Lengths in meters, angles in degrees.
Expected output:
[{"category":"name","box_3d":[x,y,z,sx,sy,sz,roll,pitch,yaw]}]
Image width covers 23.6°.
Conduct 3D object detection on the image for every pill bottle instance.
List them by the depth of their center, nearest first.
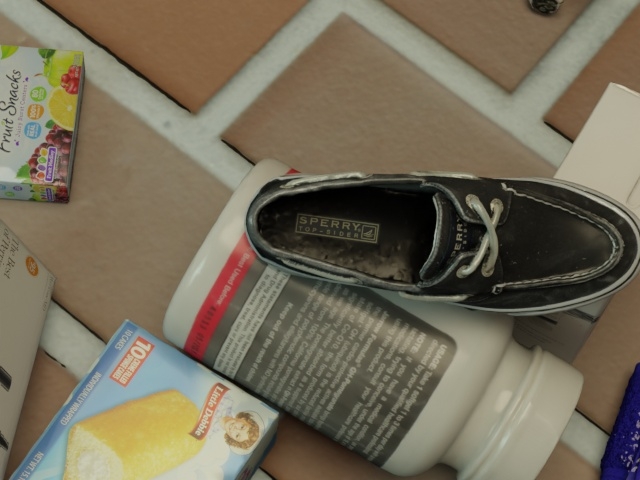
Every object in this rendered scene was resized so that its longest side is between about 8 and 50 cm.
[{"category":"pill bottle","box_3d":[0.046,0.082,1.252,0.318,0.176,0.176,31,66,2]}]

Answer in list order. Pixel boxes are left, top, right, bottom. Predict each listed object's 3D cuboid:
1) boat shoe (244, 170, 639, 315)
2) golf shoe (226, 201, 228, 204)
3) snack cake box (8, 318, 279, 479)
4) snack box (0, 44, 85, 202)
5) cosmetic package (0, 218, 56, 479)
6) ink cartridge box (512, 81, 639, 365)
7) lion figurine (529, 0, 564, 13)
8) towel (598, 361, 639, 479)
[{"category":"boat shoe","box_3d":[0.094,-0.004,1.120,0.301,0.102,0.108,8,91,-1]},{"category":"golf shoe","box_3d":[0.000,0.000,1.355,0.176,0.069,0.086,4,71,-3]},{"category":"snack cake box","box_3d":[-0.165,0.216,1.222,0.152,0.089,0.264,30,66,9]},{"category":"snack box","box_3d":[-0.271,-0.107,1.389,0.100,0.037,0.141,4,65,-3]},{"category":"cosmetic package","box_3d":[-0.281,0.097,1.220,0.060,0.099,0.239,-14,45,22]},{"category":"ink cartridge box","box_3d":[0.226,-0.007,1.294,0.092,0.218,0.158,30,66,8]},{"category":"lion figurine","box_3d":[0.377,-0.324,1.504,0.392,0.142,0.240,14,57,5]},{"category":"towel","box_3d":[0.325,0.263,1.258,0.228,0.076,0.308,22,65,6]}]
